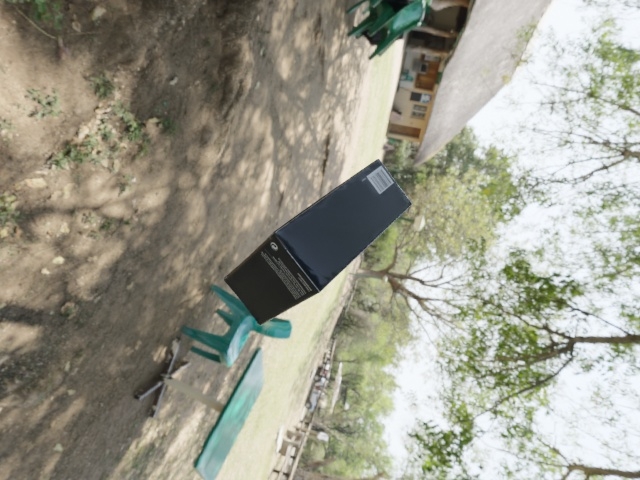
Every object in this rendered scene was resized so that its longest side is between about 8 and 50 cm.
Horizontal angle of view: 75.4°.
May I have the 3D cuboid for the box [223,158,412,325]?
[{"bbox_3d":[0.000,0.000,0.657,0.261,0.103,0.184,-39,-176,-40],"label":"box"}]
